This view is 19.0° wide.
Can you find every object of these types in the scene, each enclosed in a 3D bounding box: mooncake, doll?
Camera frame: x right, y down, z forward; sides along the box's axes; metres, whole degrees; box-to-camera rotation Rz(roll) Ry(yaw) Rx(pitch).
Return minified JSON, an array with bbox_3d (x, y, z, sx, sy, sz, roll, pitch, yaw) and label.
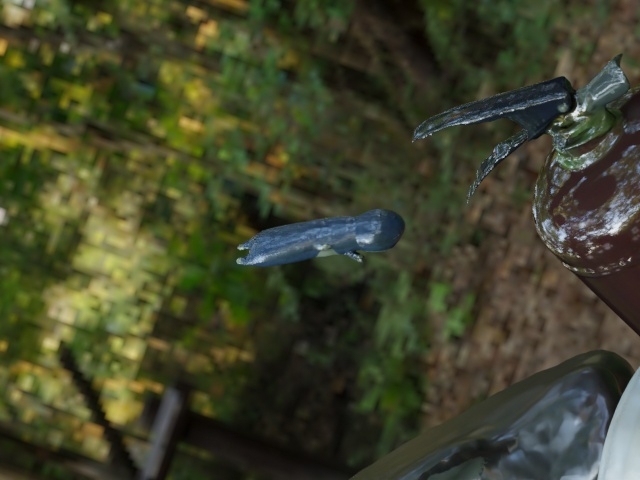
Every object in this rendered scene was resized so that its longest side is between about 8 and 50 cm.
[{"bbox_3d":[0.164,0.266,1.833,0.381,0.212,0.350,-28,5,13],"label":"mooncake"},{"bbox_3d":[0.000,0.000,1.375,0.037,0.125,0.027,-86,-17,-51],"label":"doll"}]

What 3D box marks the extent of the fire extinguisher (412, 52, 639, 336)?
[{"bbox_3d":[0.206,0.019,1.030,0.135,0.337,0.114,-34,28,26],"label":"fire extinguisher"}]

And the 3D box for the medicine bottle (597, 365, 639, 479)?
[{"bbox_3d":[0.312,0.162,1.200,0.144,0.252,0.144,-38,-42,-45],"label":"medicine bottle"}]
